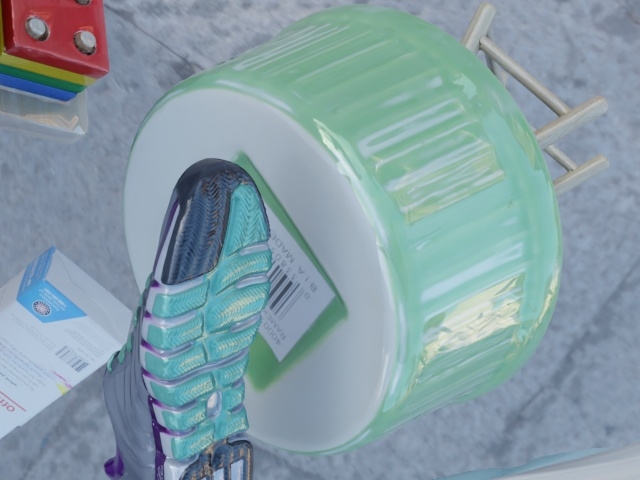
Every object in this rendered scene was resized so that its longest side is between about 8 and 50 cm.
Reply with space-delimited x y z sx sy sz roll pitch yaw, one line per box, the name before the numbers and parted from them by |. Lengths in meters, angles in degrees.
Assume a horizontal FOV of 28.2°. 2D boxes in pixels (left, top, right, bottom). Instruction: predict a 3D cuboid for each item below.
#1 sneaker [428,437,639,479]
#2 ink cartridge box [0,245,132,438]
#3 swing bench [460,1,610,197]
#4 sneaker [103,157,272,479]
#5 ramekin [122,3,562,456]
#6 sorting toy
sneaker | 0.098 0.118 0.403 0.366 0.150 0.135 5 73 -34
ink cartridge box | -0.279 0.101 1.190 0.181 0.061 0.104 -36 116 19
swing bench | 0.147 -0.062 1.280 0.165 0.253 0.254 43 91 15
sneaker | -0.090 0.057 0.708 0.083 0.098 0.223 -14 116 -48
ramekin | 0.000 0.000 0.884 0.148 0.303 0.303 -25 122 -42
sorting toy | -0.291 -0.233 1.023 0.255 0.257 0.089 12 150 -42
